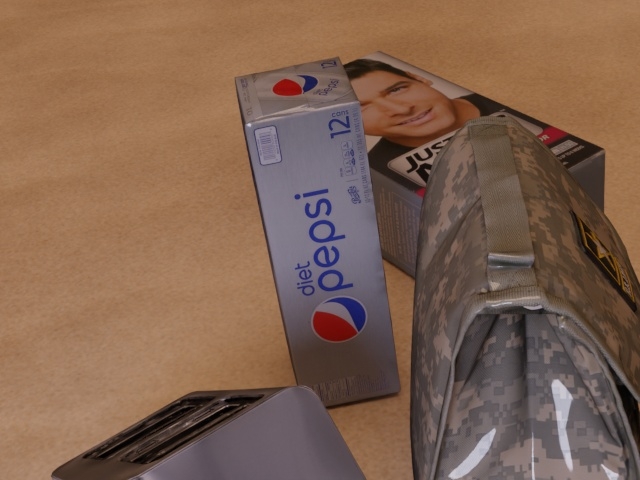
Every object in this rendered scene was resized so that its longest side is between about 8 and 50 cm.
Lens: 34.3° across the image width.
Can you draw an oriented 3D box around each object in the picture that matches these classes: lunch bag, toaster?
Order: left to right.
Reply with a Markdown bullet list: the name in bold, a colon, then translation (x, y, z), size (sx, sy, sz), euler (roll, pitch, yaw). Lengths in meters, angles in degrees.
- **toaster**: translation (-0.086, 0.180, 0.724), size (0.186, 0.110, 0.168), euler (-27, 5, -31)
- **lunch bag**: translation (0.142, 0.081, 0.716), size (0.169, 0.287, 0.235), euler (-4, 32, 8)

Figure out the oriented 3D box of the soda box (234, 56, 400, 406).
- **soda box**: translation (0.000, 0.000, 0.870), size (0.091, 0.286, 0.098), euler (-12, 33, -3)

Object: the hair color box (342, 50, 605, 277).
- **hair color box**: translation (0.107, -0.082, 1.132), size (0.185, 0.113, 0.374), euler (-26, 36, -24)
